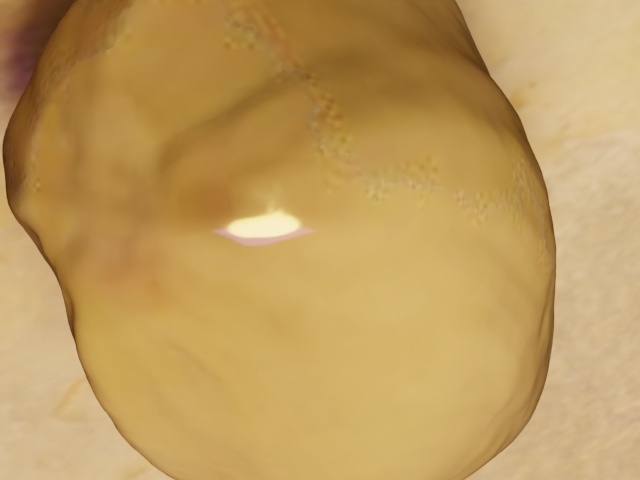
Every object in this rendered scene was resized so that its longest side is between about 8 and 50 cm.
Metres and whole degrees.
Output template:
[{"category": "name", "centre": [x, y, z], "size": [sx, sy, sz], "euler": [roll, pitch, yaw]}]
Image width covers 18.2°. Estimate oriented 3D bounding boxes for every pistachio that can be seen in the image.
[{"category": "pistachio", "centre": [0.000, 0.000, 0.814], "size": [0.226, 0.207, 0.332], "euler": [-63, 144, -16]}]
